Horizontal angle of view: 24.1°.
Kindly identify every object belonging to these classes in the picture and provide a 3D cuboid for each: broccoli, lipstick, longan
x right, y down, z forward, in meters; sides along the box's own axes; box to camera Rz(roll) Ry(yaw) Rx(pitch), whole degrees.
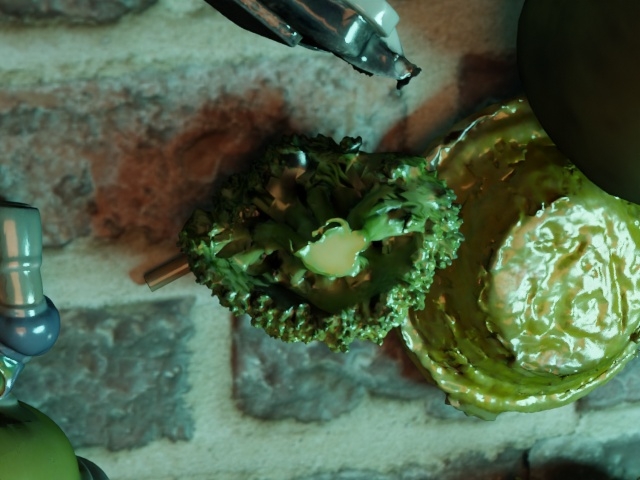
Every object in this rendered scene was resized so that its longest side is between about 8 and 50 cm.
[{"bbox_3d":[-0.002,0.000,1.358,0.226,0.176,0.198,10,86,-33],"label":"broccoli"},{"bbox_3d":[-0.123,0.019,1.419,0.094,0.019,0.019,-29,116,-4],"label":"lipstick"},{"bbox_3d":[0.371,-0.208,1.301,0.404,0.336,0.405,0,90,21],"label":"longan"}]

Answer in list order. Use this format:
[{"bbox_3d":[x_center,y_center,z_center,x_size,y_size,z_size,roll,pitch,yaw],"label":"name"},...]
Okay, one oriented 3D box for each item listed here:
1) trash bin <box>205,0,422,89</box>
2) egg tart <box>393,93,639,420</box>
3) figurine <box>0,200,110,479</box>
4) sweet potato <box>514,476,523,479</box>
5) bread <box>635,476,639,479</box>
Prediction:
[{"bbox_3d":[0.022,-0.342,1.211,0.296,0.256,0.368,36,89,-23],"label":"trash bin"},{"bbox_3d":[0.220,0.025,1.460,0.341,0.132,0.341,-5,110,-14],"label":"egg tart"},{"bbox_3d":[-0.273,0.158,1.316,0.205,0.224,0.382,3,109,-21],"label":"figurine"},{"bbox_3d":[0.228,0.352,1.633,0.065,0.051,0.218,-20,114,-5],"label":"sweet potato"},{"bbox_3d":[0.409,0.442,1.607,0.361,0.250,0.394,12,124,0],"label":"bread"}]
